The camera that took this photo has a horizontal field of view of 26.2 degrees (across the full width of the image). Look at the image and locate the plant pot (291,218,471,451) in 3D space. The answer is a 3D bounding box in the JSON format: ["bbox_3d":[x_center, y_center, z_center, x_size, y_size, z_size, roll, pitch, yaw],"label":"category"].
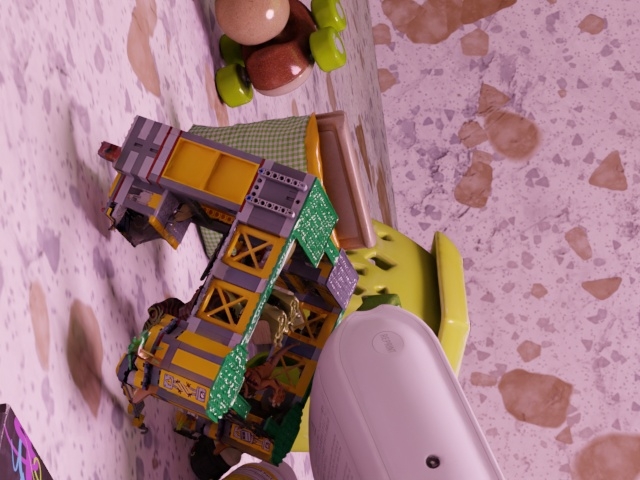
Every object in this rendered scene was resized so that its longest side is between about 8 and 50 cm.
[{"bbox_3d":[0.059,0.109,1.630,0.228,0.207,0.227,-88,-174,-59],"label":"plant pot"}]

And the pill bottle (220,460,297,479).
[{"bbox_3d":[-0.068,0.241,1.253,0.116,0.065,0.065,-26,107,-59],"label":"pill bottle"}]

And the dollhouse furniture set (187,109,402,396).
[{"bbox_3d":[-0.046,0.035,1.385,0.151,0.197,0.302,-45,125,-59],"label":"dollhouse furniture set"}]

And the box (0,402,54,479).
[{"bbox_3d":[-0.179,0.193,0.831,0.116,0.029,0.162,-91,169,-48],"label":"box"}]

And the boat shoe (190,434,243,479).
[{"bbox_3d":[-0.095,0.194,1.323,0.049,0.042,0.133,55,11,-3],"label":"boat shoe"}]

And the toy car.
[{"bbox_3d":[-0.076,-0.277,1.629,0.149,0.155,0.188,-89,154,-48],"label":"toy car"}]

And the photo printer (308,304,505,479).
[{"bbox_3d":[0.076,0.224,1.160,0.256,0.107,0.307,95,-24,-53],"label":"photo printer"}]

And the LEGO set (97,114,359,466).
[{"bbox_3d":[-0.105,0.044,1.164,0.255,0.192,0.331,-68,163,-5],"label":"LEGO set"}]
